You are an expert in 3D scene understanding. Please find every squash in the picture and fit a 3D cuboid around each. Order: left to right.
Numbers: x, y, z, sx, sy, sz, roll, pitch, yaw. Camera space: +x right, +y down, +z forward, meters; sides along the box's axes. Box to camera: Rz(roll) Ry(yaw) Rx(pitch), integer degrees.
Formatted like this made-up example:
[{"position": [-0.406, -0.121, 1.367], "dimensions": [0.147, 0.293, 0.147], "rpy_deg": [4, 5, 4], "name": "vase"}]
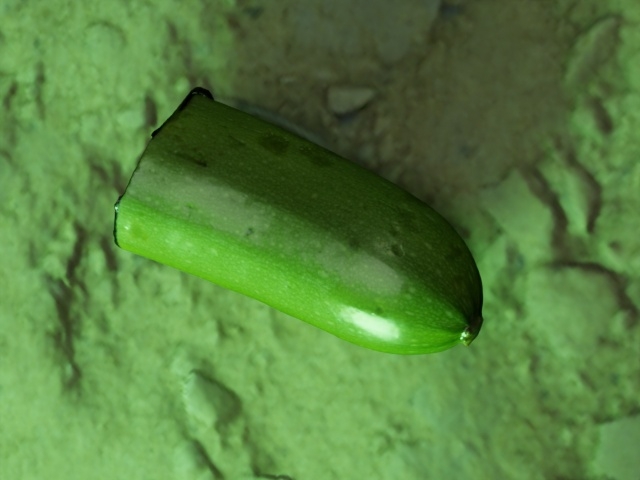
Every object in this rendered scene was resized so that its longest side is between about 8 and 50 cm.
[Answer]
[{"position": [0.000, 0.000, 0.852], "dimensions": [0.188, 0.095, 0.095], "rpy_deg": [24, 101, 16], "name": "squash"}]
